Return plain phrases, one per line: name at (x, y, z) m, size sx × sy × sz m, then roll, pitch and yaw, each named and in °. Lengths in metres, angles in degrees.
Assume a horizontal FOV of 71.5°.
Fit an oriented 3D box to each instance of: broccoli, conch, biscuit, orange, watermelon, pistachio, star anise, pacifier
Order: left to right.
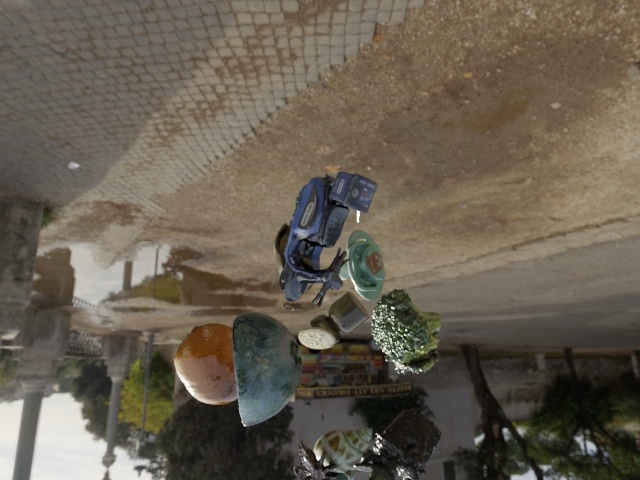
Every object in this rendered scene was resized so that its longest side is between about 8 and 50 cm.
orange at (-0.368, 0.458, 1.601) m, size 0.275 × 0.274 × 0.310 m, roll -1°, pitch 152°, yaw -3°
watermelon at (-0.140, 0.315, 1.227) m, size 0.175 × 0.321 × 0.188 m, roll -8°, pitch 137°, yaw -3°
pistachio at (-0.070, 0.047, 1.377) m, size 0.138 × 0.237 × 0.153 m, roll -16°, pitch 165°, yaw 18°
star anise at (-0.025, 1.001, 1.868) m, size 0.199 × 0.257 × 0.111 m, roll 13°, pitch -177°, yaw 15°
biscuit at (-0.015, 0.385, 1.739) m, size 0.152 × 0.020 × 0.152 m, roll 4°, pitch 135°, yaw 5°
conch at (0.089, 0.973, 1.988) m, size 0.197 × 0.249 × 0.368 m, roll -7°, pitch 144°, yaw -51°
pacifier at (0.169, 0.130, 2.147) m, size 0.269 × 0.343 × 0.288 m, roll -20°, pitch 167°, yaw 37°
broccoli at (0.335, 0.362, 1.745) m, size 0.272 × 0.324 × 0.334 m, roll 7°, pitch 125°, yaw 6°

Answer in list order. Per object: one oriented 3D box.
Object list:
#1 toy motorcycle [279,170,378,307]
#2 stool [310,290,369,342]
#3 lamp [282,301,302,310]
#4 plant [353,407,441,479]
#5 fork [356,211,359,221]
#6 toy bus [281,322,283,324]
toy motorcycle at (0.000, 0.000, 1.114) m, size 0.125 × 0.358 × 0.213 m, roll 16°, pitch -175°, yaw -38°
stool at (0.102, 0.411, 2.328) m, size 0.264 × 0.179 × 0.179 m, roll -40°, pitch 155°, yaw 7°
lamp at (-0.112, 0.277, 1.874) m, size 0.063 × 0.031 × 0.083 m, roll 19°, pitch -172°, yaw 26°
plant at (0.181, 0.495, 1.029) m, size 0.143 × 0.203 × 0.131 m, roll 32°, pitch 155°, yaw 18°
fork at (0.145, -0.156, 1.638) m, size 0.021 × 0.039 × 0.235 m, roll -37°, pitch 148°, yaw -26°
toy bus at (-0.222, 0.448, 2.018) m, size 0.076 × 0.167 × 0.073 m, roll 24°, pitch 147°, yaw -21°
